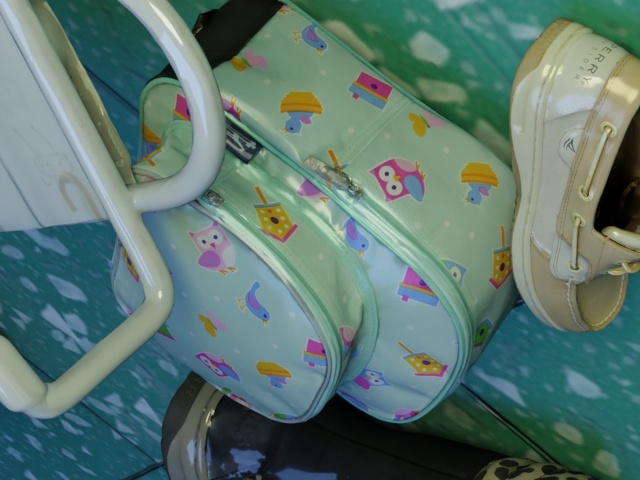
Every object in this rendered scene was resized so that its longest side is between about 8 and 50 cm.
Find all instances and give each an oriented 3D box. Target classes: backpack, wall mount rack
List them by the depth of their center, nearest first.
[{"bbox_3d":[-0.212,-0.070,0.607,0.350,0.130,0.304,-5,119,47],"label":"wall mount rack"},{"bbox_3d":[0.000,0.000,0.682,0.188,0.144,0.166,29,147,6],"label":"backpack"}]

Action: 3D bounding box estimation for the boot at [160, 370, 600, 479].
[{"bbox_3d":[0.079,0.236,0.979,0.284,0.138,0.377,11,139,38],"label":"boot"}]

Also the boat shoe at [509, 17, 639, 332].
[{"bbox_3d":[0.117,-0.013,0.611,0.059,0.063,0.170,25,151,31],"label":"boat shoe"}]
